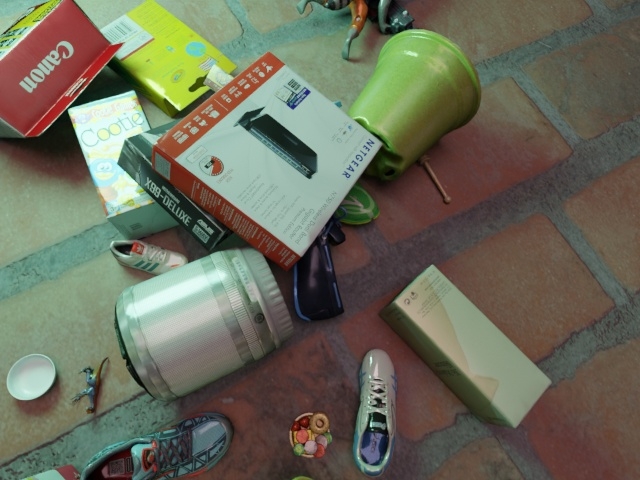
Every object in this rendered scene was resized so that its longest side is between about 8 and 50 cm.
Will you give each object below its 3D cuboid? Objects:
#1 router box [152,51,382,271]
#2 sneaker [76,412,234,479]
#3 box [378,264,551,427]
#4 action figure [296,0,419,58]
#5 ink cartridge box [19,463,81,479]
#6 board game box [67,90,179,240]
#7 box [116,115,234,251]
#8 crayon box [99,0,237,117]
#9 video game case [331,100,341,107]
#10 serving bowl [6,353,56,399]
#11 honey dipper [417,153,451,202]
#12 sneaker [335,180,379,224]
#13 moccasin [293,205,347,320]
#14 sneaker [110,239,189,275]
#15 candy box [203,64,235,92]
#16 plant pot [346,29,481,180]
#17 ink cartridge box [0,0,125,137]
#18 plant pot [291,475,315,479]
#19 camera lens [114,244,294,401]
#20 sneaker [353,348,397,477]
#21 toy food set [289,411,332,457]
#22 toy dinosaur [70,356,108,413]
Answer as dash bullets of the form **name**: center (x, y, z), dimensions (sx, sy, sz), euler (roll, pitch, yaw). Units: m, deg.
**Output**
- **router box**: center (-0.082, -0.163, 0.762), dimensions (0.301, 0.082, 0.335), euler (37, 58, -5)
- **sneaker**: center (-0.281, 0.384, 0.700), dimensions (0.262, 0.125, 0.104), euler (-17, 73, -12)
- **box**: center (0.281, 0.213, 0.820), dimensions (0.121, 0.148, 0.311), euler (-40, 77, -17)
- **action figure**: center (0.154, -0.669, 1.126), dimensions (0.341, 0.178, 0.330), euler (43, 80, 12)
- **ink cartridge box**: center (-0.401, 0.464, 0.559), dimensions (0.226, 0.306, 0.131), euler (44, 71, 10)
- **board game box**: center (-0.414, -0.160, 0.881), dimensions (0.142, 0.144, 0.275), euler (-23, 75, -15)
- **box**: center (-0.211, -0.151, 0.843), dimensions (0.242, 0.076, 0.307), euler (45, 41, -1)
- **crayon box**: center (-0.393, -0.457, 1.029), dimensions (0.319, 0.081, 0.202), euler (40, 71, 10)
- **video game case**: center (-0.036, -0.312, 0.985), dimensions (0.119, 0.166, 0.015), euler (-27, 115, -16)
- **serving bowl**: center (-0.548, 0.262, 0.768), dimensions (0.084, 0.027, 0.083), euler (2, 69, -6)
- **honey dipper**: center (0.290, -0.165, 1.027), dimensions (0.031, 0.030, 0.160), euler (-24, 78, -15)
- **sneaker**: center (0.023, -0.156, 0.940), dimensions (0.109, 0.123, 0.295), euler (-37, 78, -18)
- **moccasin**: center (0.000, 0.000, 0.877), dimensions (0.117, 0.138, 0.341), euler (-2, 88, 1)
- **sneaker**: center (-0.365, 0.034, 0.849), dimensions (0.162, 0.075, 0.057), euler (12, 69, -1)
- **candy box**: center (-0.181, -0.339, 0.954), dimensions (0.109, 0.187, 0.053), euler (36, 102, 7)
- **plant pot**: center (0.180, -0.288, 0.932), dimensions (0.276, 0.276, 0.253), euler (38, 73, 8)
- **ink cartridge box**: center (-0.631, -0.381, 0.884), dimensions (0.272, 0.130, 0.309), euler (11, 64, 33)
- **plant pot**: center (-0.045, 0.557, 0.614), dimensions (0.239, 0.254, 0.254), euler (-44, 79, -2)
- **camera lens**: center (-0.213, 0.147, 0.747), dimensions (0.275, 0.219, 0.219), euler (-23, 74, -14)
- **sneaker**: center (0.113, 0.332, 0.788), dimensions (0.085, 0.086, 0.237), euler (8, 67, -2)
- **toy food set**: center (-0.019, 0.383, 0.787), dimensions (0.084, 0.020, 0.082), euler (-4, 70, -8)
- **toy dinosaur**: center (-0.437, 0.284, 0.768), dimensions (0.090, 0.047, 0.082), euler (-27, 93, -26)
